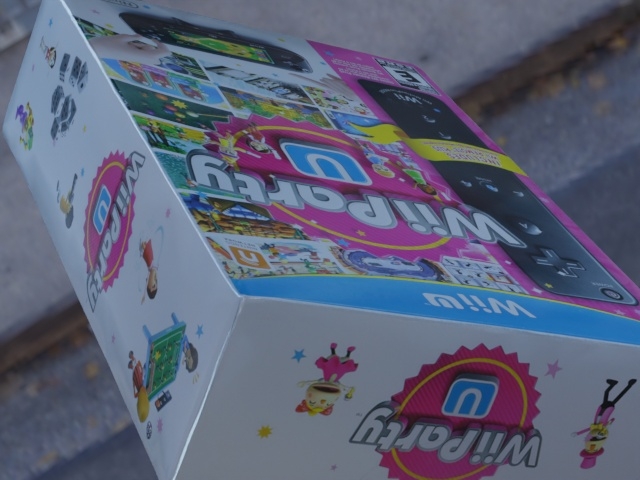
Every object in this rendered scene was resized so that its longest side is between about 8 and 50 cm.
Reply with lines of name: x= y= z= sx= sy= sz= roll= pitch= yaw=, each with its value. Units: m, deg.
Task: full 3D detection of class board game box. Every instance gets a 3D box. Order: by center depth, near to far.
board game box: x=0.000 y=0.000 z=0.806 sx=0.224 sy=0.098 sz=0.303 roll=9 pitch=26 yaw=-28
